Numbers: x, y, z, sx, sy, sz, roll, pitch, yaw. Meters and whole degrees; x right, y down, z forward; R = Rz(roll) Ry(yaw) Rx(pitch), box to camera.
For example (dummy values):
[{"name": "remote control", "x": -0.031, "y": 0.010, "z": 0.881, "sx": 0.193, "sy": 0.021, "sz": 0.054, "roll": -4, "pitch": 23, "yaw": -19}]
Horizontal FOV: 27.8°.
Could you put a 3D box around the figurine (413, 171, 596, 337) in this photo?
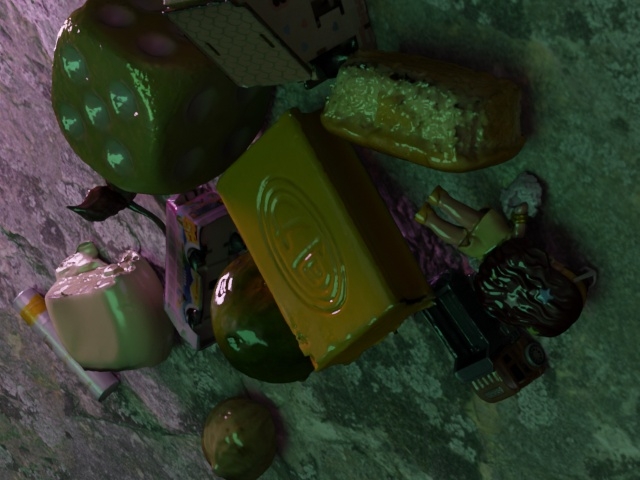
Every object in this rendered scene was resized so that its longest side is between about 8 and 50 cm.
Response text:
[{"name": "figurine", "x": 0.232, "y": 0.020, "z": 1.630, "sx": 0.240, "sy": 0.115, "sz": 0.175, "roll": 45, "pitch": 139, "yaw": 13}]

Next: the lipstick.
[{"name": "lipstick", "x": -0.498, "y": 0.203, "z": 2.532, "sx": 0.264, "sy": 0.059, "sz": 0.059, "roll": 45, "pitch": 139, "yaw": 11}]

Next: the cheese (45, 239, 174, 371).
[{"name": "cheese", "x": -0.377, "y": 0.121, "z": 2.304, "sx": 0.266, "sy": 0.127, "sz": 0.233, "roll": -6, "pitch": 108, "yaw": 44}]

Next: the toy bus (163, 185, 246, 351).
[{"name": "toy bus", "x": -0.193, "y": 0.045, "z": 2.095, "sx": 0.112, "sy": 0.090, "sz": 0.274, "roll": 37, "pitch": 138, "yaw": 31}]

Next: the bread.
[{"name": "bread", "x": 0.125, "y": -0.159, "z": 1.579, "sx": 0.245, "sy": 0.174, "sz": 0.121, "roll": 18, "pitch": 108, "yaw": 35}]

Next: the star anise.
[{"name": "star anise", "x": -0.292, "y": -0.006, "z": 2.138, "sx": 0.227, "sy": 0.148, "sz": 0.218, "roll": 42, "pitch": 148, "yaw": 5}]

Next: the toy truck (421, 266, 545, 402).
[{"name": "toy truck", "x": 0.213, "y": 0.125, "z": 1.740, "sx": 0.192, "sy": 0.092, "sz": 0.083, "roll": 55, "pitch": 140, "yaw": -1}]

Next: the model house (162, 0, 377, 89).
[{"name": "model house", "x": -0.078, "y": -0.316, "z": 1.613, "sx": 0.169, "sy": 0.244, "sz": 0.326, "roll": 2, "pitch": 118, "yaw": 38}]

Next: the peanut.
[{"name": "peanut", "x": -0.137, "y": 0.341, "z": 2.230, "sx": 0.140, "sy": 0.109, "sz": 0.159, "roll": 42, "pitch": 127, "yaw": 0}]

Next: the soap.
[{"name": "soap", "x": 0.000, "y": 0.001, "z": 1.775, "sx": 0.204, "sy": 0.096, "sz": 0.324, "roll": -43, "pitch": 68, "yaw": 36}]

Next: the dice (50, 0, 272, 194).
[{"name": "dice", "x": -0.221, "y": -0.220, "z": 1.822, "sx": 0.226, "sy": 0.238, "sz": 0.233, "roll": 36, "pitch": 137, "yaw": 23}]

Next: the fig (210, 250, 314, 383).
[{"name": "fig", "x": -0.051, "y": 0.143, "z": 1.974, "sx": 0.206, "sy": 0.206, "sz": 0.275, "roll": 24, "pitch": 152, "yaw": 32}]
